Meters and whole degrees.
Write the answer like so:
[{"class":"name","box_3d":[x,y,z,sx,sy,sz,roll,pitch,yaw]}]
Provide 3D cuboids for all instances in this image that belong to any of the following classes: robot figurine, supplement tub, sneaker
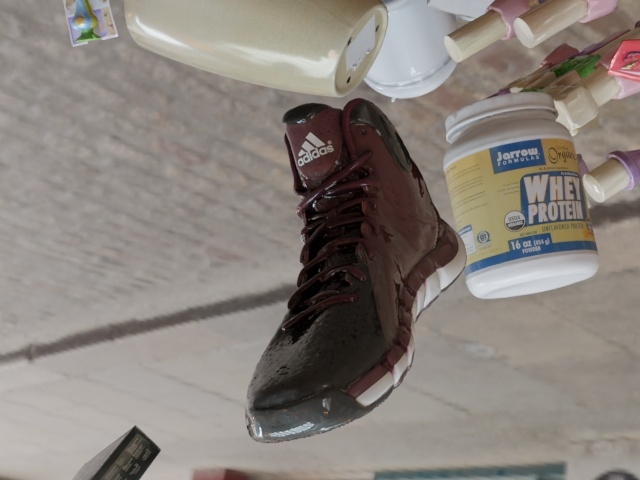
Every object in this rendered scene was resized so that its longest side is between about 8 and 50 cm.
[{"class":"robot figurine","box_3d":[0.138,-0.397,1.941,0.300,0.200,0.353,-18,139,9]},{"class":"supplement tub","box_3d":[0.213,-0.047,1.175,0.144,0.200,0.144,-10,169,-2]},{"class":"sneaker","box_3d":[0.000,0.000,0.693,0.106,0.281,0.162,-17,105,26]}]

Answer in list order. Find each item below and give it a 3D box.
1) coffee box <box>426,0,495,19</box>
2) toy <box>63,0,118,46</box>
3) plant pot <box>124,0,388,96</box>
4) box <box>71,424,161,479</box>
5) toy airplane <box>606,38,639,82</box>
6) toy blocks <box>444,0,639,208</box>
[{"class":"coffee box","box_3d":[0.253,-0.477,1.706,0.141,0.247,0.098,12,154,-13]},{"class":"toy","box_3d":[-0.377,-0.409,1.597,0.056,0.237,0.137,-24,-163,-39]},{"class":"plant pot","box_3d":[-0.061,-0.300,1.371,0.274,0.256,0.256,30,164,18]},{"class":"box","box_3d":[-0.313,0.353,1.370,0.051,0.220,0.175,43,137,-7]},{"class":"toy airplane","box_3d":[0.261,-0.135,0.705,0.151,0.028,0.151,-7,142,-5]},{"class":"toy blocks","box_3d":[0.376,-0.218,1.449,0.309,0.260,0.288,61,168,-12]}]
